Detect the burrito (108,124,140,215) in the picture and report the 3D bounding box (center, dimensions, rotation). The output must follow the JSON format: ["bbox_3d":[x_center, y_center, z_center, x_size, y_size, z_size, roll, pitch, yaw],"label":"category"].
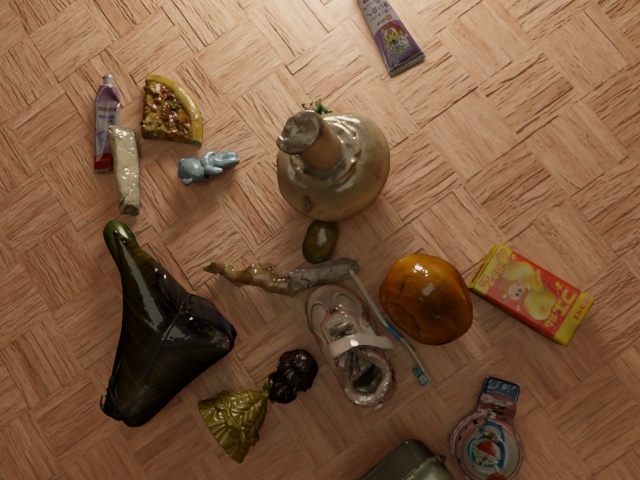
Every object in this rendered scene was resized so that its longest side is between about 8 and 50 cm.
[{"bbox_3d":[-0.578,-0.208,1.502,0.082,0.059,0.275,-2,83,-34],"label":"burrito"}]

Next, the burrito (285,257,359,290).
[{"bbox_3d":[0.008,0.090,1.384,0.203,0.064,0.064,-14,82,-11],"label":"burrito"}]

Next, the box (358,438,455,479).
[{"bbox_3d":[0.195,0.628,1.241,0.290,0.220,0.166,-41,59,1],"label":"box"}]

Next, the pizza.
[{"bbox_3d":[-0.465,-0.374,1.511,0.197,0.058,0.292,-35,81,3],"label":"pizza"}]

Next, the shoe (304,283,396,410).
[{"bbox_3d":[0.085,0.266,1.304,0.172,0.198,0.351,-33,82,0],"label":"shoe"}]

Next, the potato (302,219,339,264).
[{"bbox_3d":[0.000,0.000,1.408,0.092,0.070,0.137,20,86,11],"label":"potato"}]

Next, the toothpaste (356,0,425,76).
[{"bbox_3d":[0.182,-0.628,1.464,0.114,0.073,0.299,-29,89,3],"label":"toothpaste"}]

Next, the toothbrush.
[{"bbox_3d":[0.184,0.224,1.323,0.040,0.040,0.386,-33,101,2],"label":"toothbrush"}]

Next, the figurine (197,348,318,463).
[{"bbox_3d":[-0.142,0.412,1.356,0.315,0.168,0.187,-37,53,-9],"label":"figurine"}]

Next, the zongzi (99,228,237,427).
[{"bbox_3d":[-0.498,0.240,1.331,0.403,0.208,0.432,-43,104,5],"label":"zongzi"}]

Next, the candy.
[{"bbox_3d":[0.541,0.140,1.320,0.276,0.088,0.146,31,87,10],"label":"candy"}]

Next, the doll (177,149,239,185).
[{"bbox_3d":[-0.326,-0.209,1.479,0.180,0.075,0.120,-12,43,-14],"label":"doll"}]

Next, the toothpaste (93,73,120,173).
[{"bbox_3d":[-0.651,-0.353,1.539,0.075,0.048,0.300,1,86,3],"label":"toothpaste"}]

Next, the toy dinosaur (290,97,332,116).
[{"bbox_3d":[-0.028,-0.373,1.477,0.120,0.029,0.060,-19,93,5],"label":"toy dinosaur"}]

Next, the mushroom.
[{"bbox_3d":[0.016,-0.208,1.297,0.315,0.336,0.314,-4,79,19],"label":"mushroom"}]

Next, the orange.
[{"bbox_3d":[0.282,0.143,1.284,0.249,0.249,0.183,42,68,9],"label":"orange"}]

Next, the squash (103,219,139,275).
[{"bbox_3d":[-0.535,0.085,1.457,0.087,0.087,0.331,-28,82,3],"label":"squash"}]

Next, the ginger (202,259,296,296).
[{"bbox_3d":[-0.184,0.096,1.420,0.288,0.075,0.089,13,89,5],"label":"ginger"}]

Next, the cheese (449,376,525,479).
[{"bbox_3d":[0.434,0.497,1.299,0.189,0.074,0.285,16,85,7],"label":"cheese"}]
